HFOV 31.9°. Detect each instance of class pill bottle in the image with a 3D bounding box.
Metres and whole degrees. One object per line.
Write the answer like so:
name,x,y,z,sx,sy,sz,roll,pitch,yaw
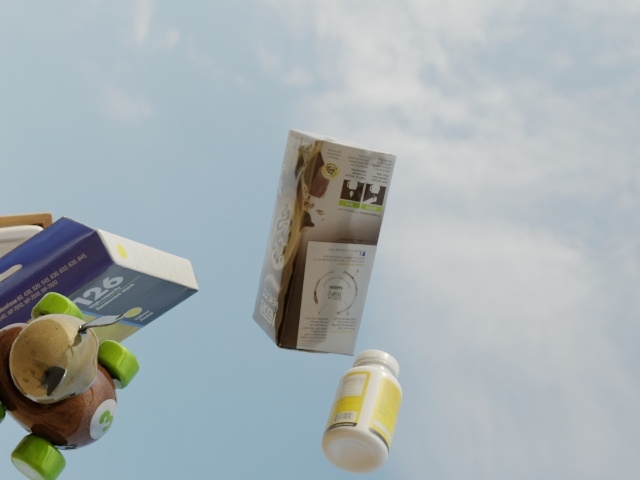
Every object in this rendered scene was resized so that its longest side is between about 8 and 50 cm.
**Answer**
pill bottle,0.070,0.260,1.728,0.103,0.103,0.184,-37,-158,38

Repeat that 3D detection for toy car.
toy car,-0.240,0.125,1.063,0.155,0.149,0.188,-54,-168,-32

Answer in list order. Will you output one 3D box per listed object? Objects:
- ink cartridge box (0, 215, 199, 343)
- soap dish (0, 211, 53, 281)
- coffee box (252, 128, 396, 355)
ink cartridge box,-0.374,0.098,1.597,0.303,0.307,0.072,-32,-112,17
soap dish,-0.576,0.067,1.799,0.118,0.290,0.229,-136,-137,-62
coffee box,0.000,0.000,1.622,0.168,0.118,0.297,-149,-111,-69
